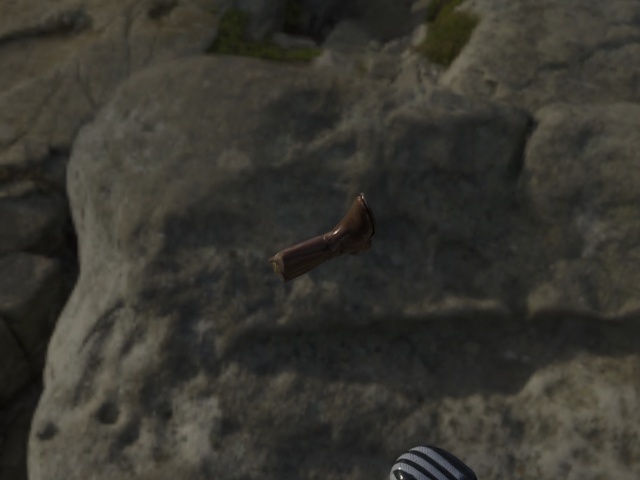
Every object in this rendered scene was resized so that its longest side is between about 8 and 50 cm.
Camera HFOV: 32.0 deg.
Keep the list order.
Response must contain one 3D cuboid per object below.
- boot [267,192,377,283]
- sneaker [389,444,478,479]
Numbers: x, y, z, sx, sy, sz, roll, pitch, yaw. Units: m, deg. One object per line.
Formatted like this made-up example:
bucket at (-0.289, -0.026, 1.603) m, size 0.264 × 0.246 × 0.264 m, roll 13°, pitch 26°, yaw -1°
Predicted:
boot at (0.000, 0.000, 1.177) m, size 0.114 × 0.106 × 0.037 m, roll -18°, pitch 59°, yaw -11°
sneaker at (0.141, 0.263, 0.891) m, size 0.223 × 0.098 × 0.083 m, roll 39°, pitch 41°, yaw 22°
